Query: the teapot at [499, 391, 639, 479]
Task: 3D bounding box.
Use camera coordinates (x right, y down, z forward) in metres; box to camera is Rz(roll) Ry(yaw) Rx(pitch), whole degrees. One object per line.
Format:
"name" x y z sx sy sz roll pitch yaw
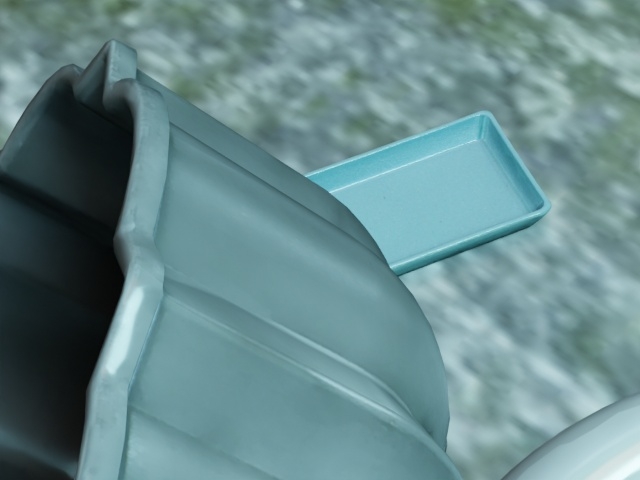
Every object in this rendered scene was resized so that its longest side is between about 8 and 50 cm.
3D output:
"teapot" 0.127 0.164 0.536 0.256 0.187 0.252 16 75 4

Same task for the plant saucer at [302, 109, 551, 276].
"plant saucer" 0.000 0.000 0.790 0.192 0.018 0.067 -19 51 -11

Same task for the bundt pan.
"bundt pan" -0.069 0.120 0.512 0.124 0.331 0.330 24 48 -20
